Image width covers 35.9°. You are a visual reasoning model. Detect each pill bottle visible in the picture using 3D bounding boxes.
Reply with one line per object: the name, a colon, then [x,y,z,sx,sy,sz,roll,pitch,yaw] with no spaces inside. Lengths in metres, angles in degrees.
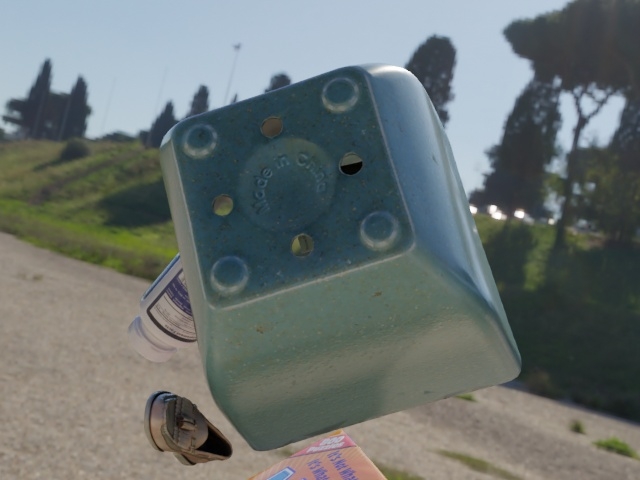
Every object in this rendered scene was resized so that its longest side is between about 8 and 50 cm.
pill bottle: [-0.173,0.078,1.265,0.094,0.169,0.094,34,25,-19]

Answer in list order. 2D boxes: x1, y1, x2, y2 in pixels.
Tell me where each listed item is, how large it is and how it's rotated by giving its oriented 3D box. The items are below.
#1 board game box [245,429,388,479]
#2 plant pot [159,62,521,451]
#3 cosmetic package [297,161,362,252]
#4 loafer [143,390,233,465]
board game box: [-0.023,0.458,0.965,0.356,0.356,0.356,-27,7,-8]
plant pot: [0.000,0.000,0.770,0.247,0.248,0.252,-17,-22,7]
cosmetic package: [0.031,-0.033,0.857,0.115,0.041,0.060,-14,-45,3]
loafer: [-0.097,0.143,0.746,0.039,0.045,0.125,2,-24,10]
